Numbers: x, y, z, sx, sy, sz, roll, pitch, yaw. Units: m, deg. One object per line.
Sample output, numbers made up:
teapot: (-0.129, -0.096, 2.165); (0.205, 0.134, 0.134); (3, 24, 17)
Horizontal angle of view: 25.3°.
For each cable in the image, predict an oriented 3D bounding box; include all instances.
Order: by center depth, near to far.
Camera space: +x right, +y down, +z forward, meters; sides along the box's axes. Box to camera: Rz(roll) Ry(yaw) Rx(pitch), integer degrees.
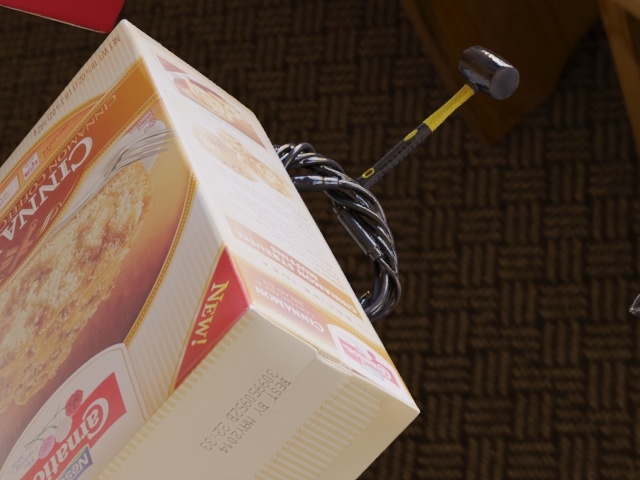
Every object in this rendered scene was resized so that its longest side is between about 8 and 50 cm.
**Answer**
cable: (0.000, 0.000, 1.284); (0.047, 0.184, 0.151); (-32, 24, 48)

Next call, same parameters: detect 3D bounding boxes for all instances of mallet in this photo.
mallet: (0.114, -0.111, 1.377); (0.190, 0.039, 0.062); (-47, 41, -10)

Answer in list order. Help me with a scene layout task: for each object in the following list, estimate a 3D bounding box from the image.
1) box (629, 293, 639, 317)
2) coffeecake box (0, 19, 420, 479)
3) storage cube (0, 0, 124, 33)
box: (0.411, 0.096, 0.994); (0.293, 0.295, 0.073); (42, 64, -9)
coffeecake box: (-0.066, 0.035, 0.458); (0.142, 0.068, 0.185); (-48, 34, 13)
storage cube: (-0.258, -0.315, 1.210); (0.183, 0.215, 0.193); (43, 115, 42)
